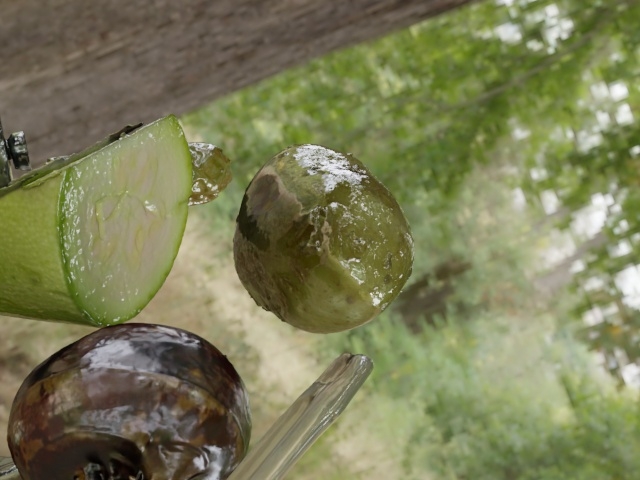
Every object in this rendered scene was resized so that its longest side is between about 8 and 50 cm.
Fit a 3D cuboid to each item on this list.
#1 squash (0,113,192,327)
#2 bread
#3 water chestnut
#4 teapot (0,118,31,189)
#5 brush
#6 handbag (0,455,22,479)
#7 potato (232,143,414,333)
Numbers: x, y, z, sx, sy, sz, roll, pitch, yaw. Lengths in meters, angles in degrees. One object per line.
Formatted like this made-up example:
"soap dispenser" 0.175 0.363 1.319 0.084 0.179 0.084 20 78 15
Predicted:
"squash" -0.321 -0.030 1.408 0.233 0.309 0.210 -39 134 -53
"bread" -0.241 -0.081 1.814 0.098 0.269 0.087 -49 -124 53
"water chestnut" -0.174 0.187 1.220 0.238 0.223 0.224 -94 159 -52
"teapot" -0.573 -0.121 1.858 0.200 0.337 0.270 -161 -119 -75
"brush" -0.074 0.186 0.645 0.050 0.321 0.060 41 -8 -4
"handbag" -0.418 0.337 1.674 0.327 0.325 0.162 63 25 -70
"potato" 0.000 0.000 1.547 0.173 0.210 0.307 37 -1 -22
